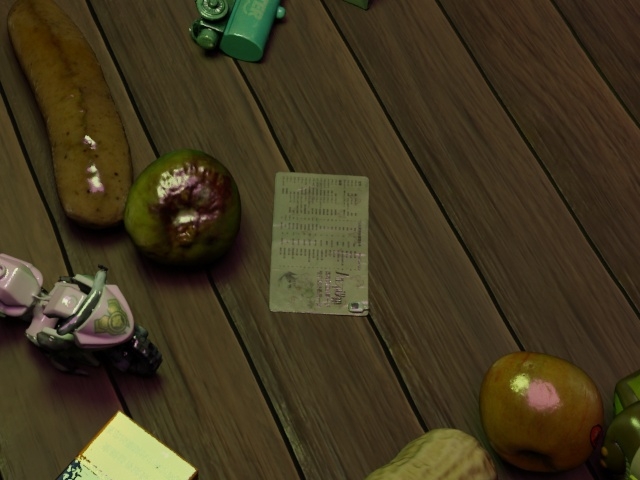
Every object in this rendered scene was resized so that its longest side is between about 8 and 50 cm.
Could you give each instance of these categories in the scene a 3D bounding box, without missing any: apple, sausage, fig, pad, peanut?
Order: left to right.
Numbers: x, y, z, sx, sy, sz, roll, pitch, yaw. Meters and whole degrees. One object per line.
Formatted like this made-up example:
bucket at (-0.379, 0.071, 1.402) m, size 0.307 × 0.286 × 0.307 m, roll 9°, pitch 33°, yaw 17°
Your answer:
sausage at (-0.410, -0.230, 1.978) m, size 0.136 × 0.123 × 0.501 m, roll -33°, pitch 61°, yaw 18°
fig at (-0.212, -0.057, 1.867) m, size 0.181 × 0.181 × 0.191 m, roll 5°, pitch 34°, yaw -1°
pad at (0.000, 0.000, 1.936) m, size 0.159 × 0.009 × 0.265 m, roll 2°, pitch 59°, yaw -2°
peanut at (0.129, 0.360, 1.623) m, size 0.152 × 0.152 × 0.313 m, roll 38°, pitch 31°, yaw 17°
apple at (0.315, 0.249, 1.718) m, size 0.182 × 0.182 × 0.155 m, roll 12°, pitch 67°, yaw 3°

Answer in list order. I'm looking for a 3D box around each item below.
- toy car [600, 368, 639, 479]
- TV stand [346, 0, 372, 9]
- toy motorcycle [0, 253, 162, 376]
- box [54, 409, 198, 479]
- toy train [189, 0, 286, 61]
toy car at (0.506, 0.267, 1.735) m, size 0.247 × 0.204 × 0.198 m, roll -26°, pitch 41°, yaw -20°
TV stand at (-0.012, -0.526, 2.204) m, size 0.269 × 0.083 × 0.088 m, roll 26°, pitch 59°, yaw 12°
toy motorcycle at (-0.380, 0.094, 1.748) m, size 0.327 × 0.188 × 0.143 m, roll 26°, pitch 68°, yaw 11°
box at (-0.300, 0.373, 1.661) m, size 0.152 × 0.070 × 0.237 m, roll 34°, pitch 64°, yaw 14°
toy train at (-0.137, -0.430, 2.135) m, size 0.159 × 0.101 × 0.248 m, roll 19°, pitch 60°, yaw -8°
